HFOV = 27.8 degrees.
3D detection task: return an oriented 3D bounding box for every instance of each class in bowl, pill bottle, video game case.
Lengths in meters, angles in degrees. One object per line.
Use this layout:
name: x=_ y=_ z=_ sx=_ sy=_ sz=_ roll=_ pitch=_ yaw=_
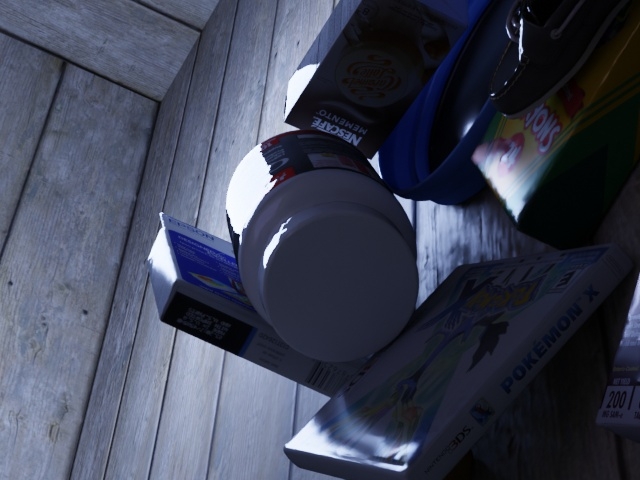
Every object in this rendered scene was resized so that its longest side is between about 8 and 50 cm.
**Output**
bowl: x=0.200 y=-0.226 z=1.647 sx=0.391 sy=0.077 sz=0.391 roll=-56 pitch=21 yaw=33
pill bottle: x=0.000 y=0.000 z=1.549 sx=0.210 sy=0.210 sz=0.363 roll=-63 pitch=14 yaw=11
video game case: x=0.123 y=0.123 z=1.285 sx=0.300 sy=0.036 sz=0.329 roll=-44 pitch=11 yaw=-18

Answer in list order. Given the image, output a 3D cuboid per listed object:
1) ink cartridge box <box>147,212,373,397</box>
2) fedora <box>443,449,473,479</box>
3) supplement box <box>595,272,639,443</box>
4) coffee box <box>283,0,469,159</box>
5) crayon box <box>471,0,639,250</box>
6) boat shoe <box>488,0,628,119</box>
ink cartridge box: x=-0.077 y=0.089 z=1.687 sx=0.072 sy=0.304 sz=0.307 roll=-63 pitch=17 yaw=8
fedora: x=0.097 y=0.246 z=1.327 sx=0.194 sy=0.079 sz=0.194 roll=-50 pitch=21 yaw=28
supplement box: x=0.304 y=0.041 z=0.989 sx=0.130 sy=0.073 sz=0.239 roll=-18 pitch=50 yaw=69
coffee box: x=0.070 y=-0.241 z=1.692 sx=0.246 sy=0.141 sz=0.098 roll=-55 pitch=21 yaw=38
crayon box: x=0.282 y=-0.167 z=1.314 sx=0.318 sy=0.081 sz=0.202 roll=-61 pitch=17 yaw=17
boat shoe: x=0.246 y=-0.251 z=1.225 sx=0.335 sy=0.095 sz=0.112 roll=-47 pitch=25 yaw=40
